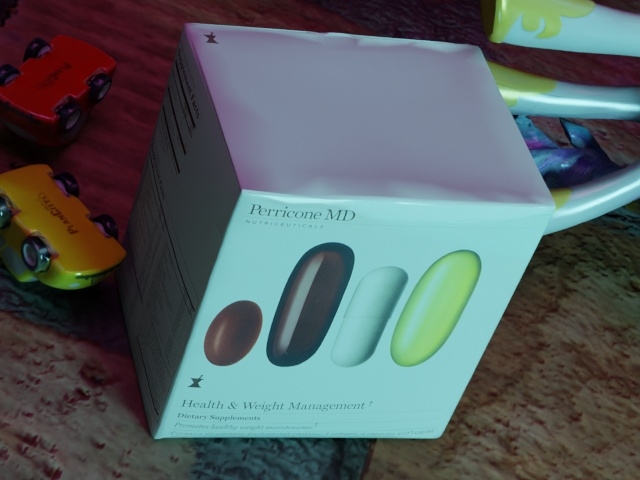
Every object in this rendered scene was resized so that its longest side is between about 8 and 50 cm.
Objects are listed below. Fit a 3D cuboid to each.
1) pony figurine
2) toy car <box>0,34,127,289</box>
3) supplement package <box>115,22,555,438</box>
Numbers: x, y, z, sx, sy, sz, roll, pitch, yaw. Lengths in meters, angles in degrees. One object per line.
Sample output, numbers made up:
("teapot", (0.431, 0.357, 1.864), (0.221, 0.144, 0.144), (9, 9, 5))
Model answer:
("pony figurine", (0.268, -0.087, 1.178), (0.363, 0.351, 0.303), (-6, 42, -9))
("toy car", (-0.241, -0.055, 1.111), (0.225, 0.053, 0.239), (7, 41, -16))
("supplement package", (0.000, 0.000, 1.038), (0.194, 0.203, 0.149), (1, 44, -22))
